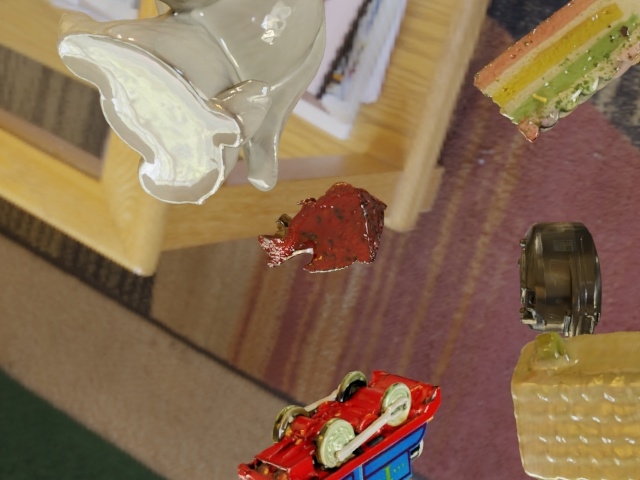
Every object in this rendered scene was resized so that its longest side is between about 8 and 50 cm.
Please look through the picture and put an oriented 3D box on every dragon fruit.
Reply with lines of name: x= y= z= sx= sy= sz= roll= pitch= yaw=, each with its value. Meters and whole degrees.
dragon fruit: x=0.006 y=-0.006 z=1.679 sx=0.192 sy=0.092 sz=0.122 roll=-26 pitch=91 yaw=24

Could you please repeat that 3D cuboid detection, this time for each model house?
model house: x=0.295 y=0.188 z=1.087 sx=0.194 sy=0.174 sz=0.234 roll=-7 pitch=126 yaw=34

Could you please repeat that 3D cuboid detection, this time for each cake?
cake: x=0.306 y=-0.222 z=1.424 sx=0.225 sy=0.090 sz=0.109 roll=-38 pitch=84 yaw=3

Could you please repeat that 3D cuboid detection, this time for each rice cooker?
rice cooker: x=0.305 y=0.049 z=1.478 sx=0.107 sy=0.165 sz=0.112 roll=4 pitch=139 yaw=9

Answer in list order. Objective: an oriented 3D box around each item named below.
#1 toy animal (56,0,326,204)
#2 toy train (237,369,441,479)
toy animal: x=-0.093 y=-0.195 z=1.152 sx=0.206 sy=0.265 sz=0.271 roll=1 pitch=131 yaw=38
toy train: x=0.021 y=0.203 z=1.063 sx=0.083 sy=0.204 sz=0.131 roll=10 pitch=114 yaw=41
